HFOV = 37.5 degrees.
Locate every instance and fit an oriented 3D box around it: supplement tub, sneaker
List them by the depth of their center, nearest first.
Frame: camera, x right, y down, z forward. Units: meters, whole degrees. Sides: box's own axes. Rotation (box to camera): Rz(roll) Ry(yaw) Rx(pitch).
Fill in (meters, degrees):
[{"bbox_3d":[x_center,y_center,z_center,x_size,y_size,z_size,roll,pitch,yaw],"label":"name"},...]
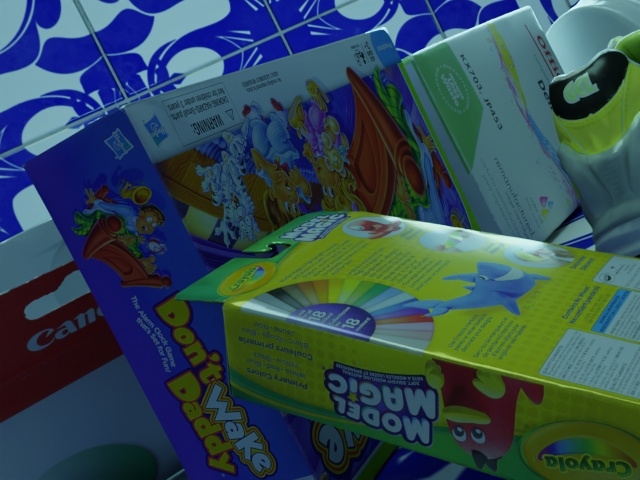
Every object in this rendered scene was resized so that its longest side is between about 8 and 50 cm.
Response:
[{"bbox_3d":[0.287,-0.101,0.676,0.145,0.147,0.385,-24,4,39],"label":"sneaker"},{"bbox_3d":[0.399,-0.225,1.065,0.272,0.191,0.191,-30,6,-29],"label":"supplement tub"}]

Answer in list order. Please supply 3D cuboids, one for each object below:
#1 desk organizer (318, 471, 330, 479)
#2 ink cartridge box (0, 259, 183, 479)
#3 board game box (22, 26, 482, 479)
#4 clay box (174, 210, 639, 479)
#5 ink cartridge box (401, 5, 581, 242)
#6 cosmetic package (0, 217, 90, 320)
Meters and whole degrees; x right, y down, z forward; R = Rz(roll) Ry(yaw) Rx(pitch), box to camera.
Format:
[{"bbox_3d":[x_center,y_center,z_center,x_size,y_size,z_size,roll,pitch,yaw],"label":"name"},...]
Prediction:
[{"bbox_3d":[-0.025,0.143,0.350,0.047,0.050,0.130,-24,6,25],"label":"desk organizer"},{"bbox_3d":[-0.139,0.101,0.621,0.181,0.056,0.224,-29,-32,-29],"label":"ink cartridge box"},{"bbox_3d":[0.000,0.000,0.619,0.078,0.233,0.347,-23,7,30],"label":"board game box"},{"bbox_3d":[0.058,0.040,0.422,0.222,0.053,0.127,10,25,30],"label":"clay box"},{"bbox_3d":[0.172,-0.108,0.949,0.119,0.207,0.353,-24,6,38],"label":"ink cartridge box"},{"bbox_3d":[-0.226,0.077,0.998,0.224,0.224,0.138,-28,3,-15],"label":"cosmetic package"}]
